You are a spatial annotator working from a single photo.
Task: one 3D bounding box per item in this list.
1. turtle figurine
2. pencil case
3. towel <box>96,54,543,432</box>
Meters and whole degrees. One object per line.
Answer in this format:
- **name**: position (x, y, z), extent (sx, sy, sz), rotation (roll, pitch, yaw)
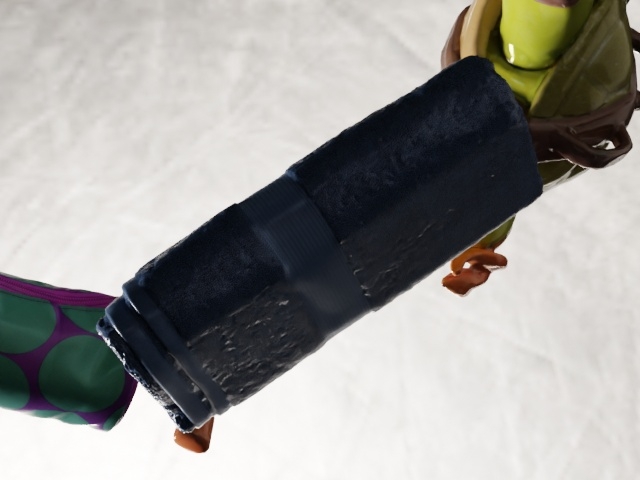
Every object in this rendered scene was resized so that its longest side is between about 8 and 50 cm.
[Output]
- **turtle figurine**: position (0.059, -0.055, 0.544), extent (0.087, 0.269, 0.217), rotation (34, 138, 15)
- **pencil case**: position (-0.155, 0.036, 0.809), extent (0.064, 0.151, 0.070), rotation (-111, 43, -65)
- **towel**: position (0.000, 0.000, 0.460), extent (0.029, 0.119, 0.067), rotation (54, 174, 25)
